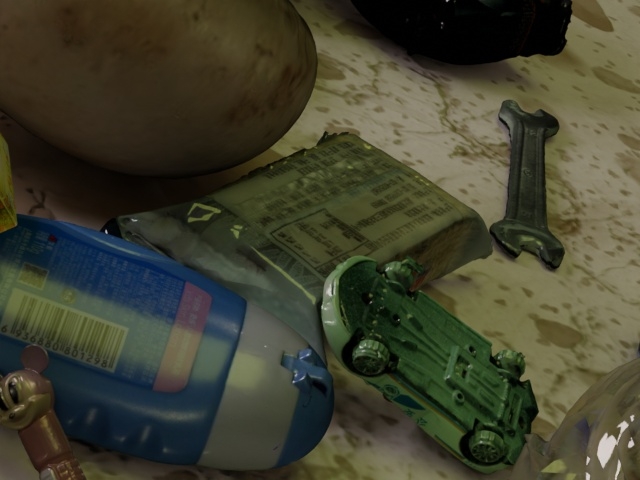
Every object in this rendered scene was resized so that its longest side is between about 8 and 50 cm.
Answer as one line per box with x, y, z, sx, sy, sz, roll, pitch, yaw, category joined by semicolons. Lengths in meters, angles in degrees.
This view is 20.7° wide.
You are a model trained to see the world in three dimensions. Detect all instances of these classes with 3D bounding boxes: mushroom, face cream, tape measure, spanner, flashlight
-0.142;-0.217;1.278;0.362;0.294;0.362;41;5;-5;mushroom
-0.116;0.065;1.079;0.264;0.083;0.149;20;44;-6;face cream
0.125;-0.267;1.775;0.202;0.135;0.223;-4;47;-36;tape measure
0.185;-0.056;1.583;0.071;0.017;0.302;20;29;-6;spanner
-0.156;0.116;0.988;0.110;0.052;0.031;62;23;12;flashlight

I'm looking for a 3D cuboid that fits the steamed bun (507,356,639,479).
0.199;0.234;0.875;0.339;0.247;0.352;-21;67;-31;steamed bun

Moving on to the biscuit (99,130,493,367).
-0.004;-0.002;1.286;0.186;0.079;0.309;32;32;18;biscuit

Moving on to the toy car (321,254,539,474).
0.069;0.082;1.175;0.186;0.058;0.093;38;46;-18;toy car

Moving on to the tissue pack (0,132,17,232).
-0.273;-0.021;1.035;0.176;0.062;0.095;-24;36;4;tissue pack

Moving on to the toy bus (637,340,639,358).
0.404;0.111;1.371;0.329;0.109;0.136;16;20;-14;toy bus
